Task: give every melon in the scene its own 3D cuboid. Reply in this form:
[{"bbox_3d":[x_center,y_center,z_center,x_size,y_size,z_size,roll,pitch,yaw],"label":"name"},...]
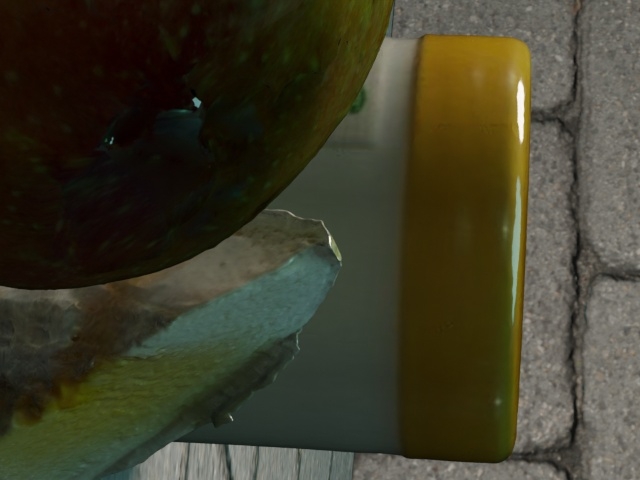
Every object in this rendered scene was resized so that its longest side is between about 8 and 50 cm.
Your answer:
[{"bbox_3d":[-0.093,0.023,0.836,0.139,0.202,0.093,59,20,15],"label":"melon"}]

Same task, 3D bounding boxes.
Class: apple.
[{"bbox_3d":[-0.067,-0.078,0.622,0.207,0.173,0.188,-50,156,-52],"label":"apple"}]

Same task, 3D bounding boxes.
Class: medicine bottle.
[{"bbox_3d":[0.000,0.000,1.083,0.238,0.231,0.238,3,90,-84],"label":"medicine bottle"}]
